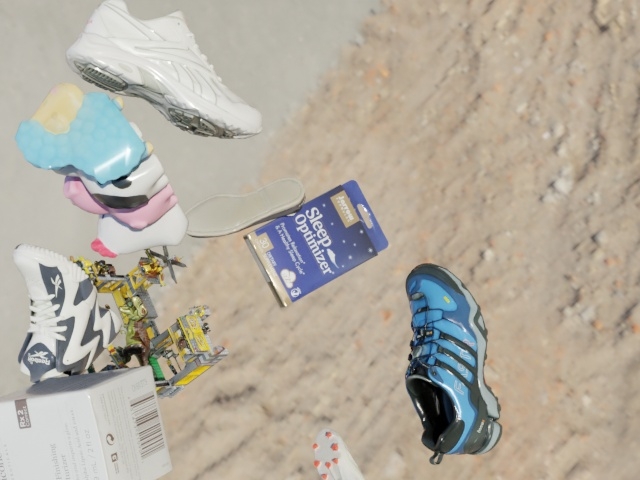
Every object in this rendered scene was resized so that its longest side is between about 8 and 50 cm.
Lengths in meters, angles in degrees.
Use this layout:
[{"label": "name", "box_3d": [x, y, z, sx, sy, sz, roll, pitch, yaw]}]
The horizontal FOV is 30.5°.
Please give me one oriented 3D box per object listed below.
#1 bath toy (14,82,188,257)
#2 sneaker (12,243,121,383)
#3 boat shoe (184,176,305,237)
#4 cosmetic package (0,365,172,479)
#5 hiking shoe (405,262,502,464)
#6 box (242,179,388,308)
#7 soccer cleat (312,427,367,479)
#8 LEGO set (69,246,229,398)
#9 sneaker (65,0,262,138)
[{"label": "bath toy", "box_3d": [-0.257, -0.068, 1.417, 0.129, 0.348, 0.151, -33, 73, -7]}, {"label": "sneaker", "box_3d": [-0.390, 0.122, 1.685, 0.094, 0.235, 0.153, 10, 58, 25]}, {"label": "boat shoe", "box_3d": [-0.122, -0.040, 1.889, 0.206, 0.065, 0.075, -18, 63, -6]}, {"label": "cosmetic package", "box_3d": [-0.322, 0.261, 1.554, 0.183, 0.151, 0.151, -11, 2, 25]}, {"label": "hiking shoe", "box_3d": [0.182, 0.175, 1.761, 0.113, 0.132, 0.304, -30, 69, 40]}, {"label": "box", "box_3d": [0.000, 0.000, 1.955, 0.225, 0.136, 0.036, -29, 2, -20]}, {"label": "soccer cleat", "box_3d": [0.045, 0.417, 2.053, 0.068, 0.076, 0.196, -42, 50, 17]}, {"label": "LEGO set", "box_3d": [-0.314, 0.135, 2.104, 0.192, 0.255, 0.331, -37, 59, 27]}, {"label": "sneaker", "box_3d": [-0.155, -0.194, 1.292, 0.090, 0.232, 0.115, -10, 57, 62]}]
